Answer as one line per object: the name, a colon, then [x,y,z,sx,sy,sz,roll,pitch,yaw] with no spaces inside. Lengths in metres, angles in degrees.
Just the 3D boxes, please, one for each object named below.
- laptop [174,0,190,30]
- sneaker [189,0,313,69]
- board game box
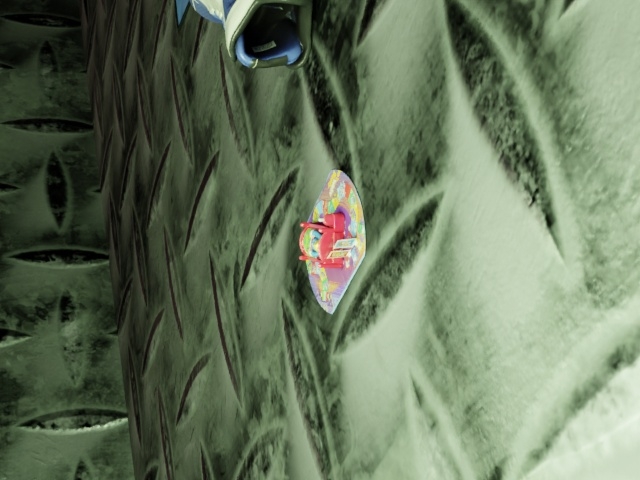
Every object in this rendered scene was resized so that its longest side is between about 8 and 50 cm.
laptop: [-0.306,-0.564,1.550,0.137,0.264,0.234,-19,69,27]
sneaker: [-0.095,-0.300,1.075,0.315,0.128,0.182,176,96,-65]
board game box: [0.000,0.000,0.974,0.168,0.033,0.133,117,145,-45]
